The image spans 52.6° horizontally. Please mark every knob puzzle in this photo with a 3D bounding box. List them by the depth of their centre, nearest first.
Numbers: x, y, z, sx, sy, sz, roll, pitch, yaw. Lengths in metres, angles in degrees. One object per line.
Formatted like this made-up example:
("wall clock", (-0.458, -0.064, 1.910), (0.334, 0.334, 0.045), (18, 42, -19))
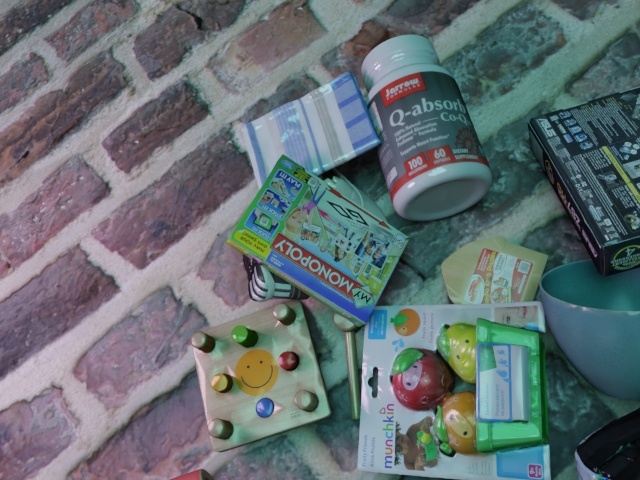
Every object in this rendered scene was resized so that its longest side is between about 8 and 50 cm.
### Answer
("knob puzzle", (0.342, 0.082, 1.324), (0.213, 0.030, 0.213), (-5, 69, 13))

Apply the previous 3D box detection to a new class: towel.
("towel", (-0.028, -0.228, 1.392), (0.285, 0.034, 0.209), (-24, 61, 13))

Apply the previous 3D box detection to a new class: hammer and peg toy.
("hammer and peg toy", (-0.074, 0.259, 1.309), (0.361, 0.127, 0.266), (-19, 66, 7))

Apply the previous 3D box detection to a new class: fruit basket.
("fruit basket", (0.239, 0.272, 1.207), (0.353, 0.165, 0.327), (-1, 71, 19))

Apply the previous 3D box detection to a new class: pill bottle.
("pill bottle", (0.212, -0.242, 1.383), (0.210, 0.210, 0.363), (-18, 66, 7))

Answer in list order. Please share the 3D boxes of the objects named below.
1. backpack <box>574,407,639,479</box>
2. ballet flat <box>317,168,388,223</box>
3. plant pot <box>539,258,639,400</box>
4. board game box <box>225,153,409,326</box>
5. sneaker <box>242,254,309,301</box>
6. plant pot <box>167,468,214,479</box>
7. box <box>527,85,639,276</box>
("backpack", (0.570, 0.367, 0.990), (0.355, 0.290, 0.273), (0, 101, -21))
("ballet flat", (-0.006, -0.125, 1.439), (0.139, 0.139, 0.400), (-41, 66, -3))
("plant pot", (0.541, 0.161, 1.136), (0.290, 0.290, 0.195), (-4, 105, 13))
("board game box", (0.000, 0.000, 1.304), (0.317, 0.046, 0.213), (32, 68, -7))
("sneaker", (-0.078, 0.043, 1.410), (0.162, 0.106, 0.281), (10, 35, -17))
("plant pot", (-0.282, 0.568, 1.186), (0.243, 0.275, 0.275), (-29, 65, -8))
("box", (0.613, -0.139, 1.230), (0.318, 0.097, 0.395), (-18, 43, 9))
